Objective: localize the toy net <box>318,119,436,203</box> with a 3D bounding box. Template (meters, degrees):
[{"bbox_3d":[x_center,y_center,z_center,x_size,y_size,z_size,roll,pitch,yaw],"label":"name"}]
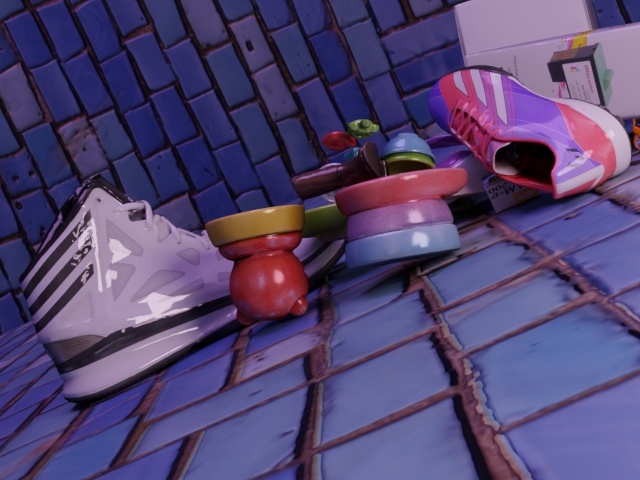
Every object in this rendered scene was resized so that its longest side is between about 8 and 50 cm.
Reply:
[{"bbox_3d":[0.041,-0.085,1.283,0.122,0.045,0.232,9,-18,-24],"label":"toy net"}]

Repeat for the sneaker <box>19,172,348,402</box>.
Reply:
[{"bbox_3d":[-0.181,0.002,1.377,0.447,0.258,0.169,-28,6,-27],"label":"sneaker"}]

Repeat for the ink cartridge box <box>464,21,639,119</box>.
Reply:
[{"bbox_3d":[0.364,-0.218,1.378,0.278,0.117,0.201,-3,11,37],"label":"ink cartridge box"}]

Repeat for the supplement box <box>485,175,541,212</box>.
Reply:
[{"bbox_3d":[0.248,-0.071,1.341,0.062,0.036,0.098,-24,6,15],"label":"supplement box"}]

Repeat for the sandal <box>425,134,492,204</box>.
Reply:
[{"bbox_3d":[0.153,-0.104,1.545,0.169,0.102,0.416,-33,3,-17],"label":"sandal"}]

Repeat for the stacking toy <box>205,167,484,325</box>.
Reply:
[{"bbox_3d":[0.052,0.010,1.261,0.308,0.130,0.279,-13,-4,30],"label":"stacking toy"}]

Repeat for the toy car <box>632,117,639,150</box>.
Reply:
[{"bbox_3d":[0.399,-0.115,1.223,0.122,0.060,0.041,-4,-59,-57],"label":"toy car"}]

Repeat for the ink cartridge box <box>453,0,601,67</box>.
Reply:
[{"bbox_3d":[0.355,-0.290,1.690,0.198,0.197,0.270,-13,-4,19],"label":"ink cartridge box"}]

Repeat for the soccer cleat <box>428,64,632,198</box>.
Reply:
[{"bbox_3d":[0.218,-0.131,1.259,0.116,0.109,0.318,-30,35,-23],"label":"soccer cleat"}]

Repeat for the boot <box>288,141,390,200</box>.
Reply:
[{"bbox_3d":[0.013,-0.074,1.166,0.114,0.037,0.106,-9,-16,13],"label":"boot"}]
